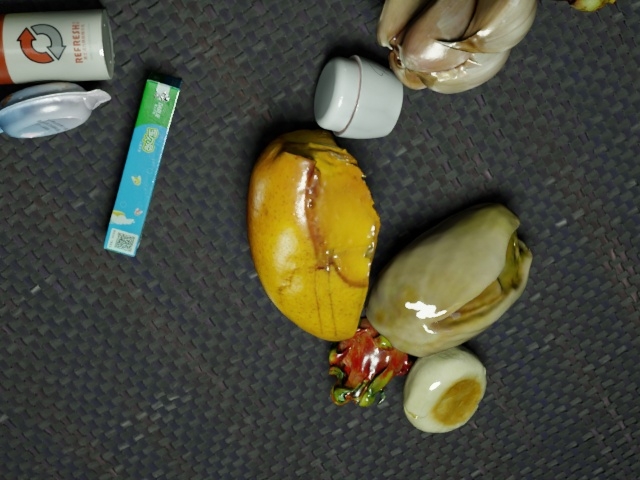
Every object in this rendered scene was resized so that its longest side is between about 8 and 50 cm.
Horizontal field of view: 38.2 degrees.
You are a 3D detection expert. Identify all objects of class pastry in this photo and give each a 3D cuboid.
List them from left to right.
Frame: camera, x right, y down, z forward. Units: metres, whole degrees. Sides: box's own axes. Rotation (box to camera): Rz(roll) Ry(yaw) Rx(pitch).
[{"bbox_3d":[0.197,0.239,1.497,0.156,0.092,0.156,-20,125,-31],"label":"pastry"}]

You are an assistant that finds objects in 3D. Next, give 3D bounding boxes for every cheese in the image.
[{"bbox_3d":[-0.412,-0.172,1.280,0.245,0.135,0.052,-14,84,4],"label":"cheese"}]

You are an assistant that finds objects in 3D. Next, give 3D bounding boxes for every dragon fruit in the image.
[{"bbox_3d":[0.079,0.204,1.493,0.138,0.175,0.142,29,137,-5],"label":"dragon fruit"}]

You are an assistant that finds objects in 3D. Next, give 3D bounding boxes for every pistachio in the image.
[{"bbox_3d":[0.191,0.059,1.390,0.288,0.197,0.166,-35,124,-26],"label":"pistachio"}]

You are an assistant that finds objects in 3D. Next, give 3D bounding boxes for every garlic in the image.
[{"bbox_3d":[0.188,-0.279,1.244,0.191,0.214,0.160,-64,147,-18],"label":"garlic"}]

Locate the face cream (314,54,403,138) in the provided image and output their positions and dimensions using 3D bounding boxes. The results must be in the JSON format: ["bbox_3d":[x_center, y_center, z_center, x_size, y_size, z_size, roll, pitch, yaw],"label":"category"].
[{"bbox_3d":[0.053,-0.202,1.314,0.104,0.117,0.117,9,111,-19],"label":"face cream"}]

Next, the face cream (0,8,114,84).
[{"bbox_3d":[-0.396,-0.262,1.258,0.214,0.096,0.095,-4,112,-4],"label":"face cream"}]

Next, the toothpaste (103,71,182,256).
[{"bbox_3d":[-0.260,-0.109,1.350,0.050,0.065,0.266,16,110,-8],"label":"toothpaste"}]

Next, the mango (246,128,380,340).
[{"bbox_3d":[0.000,0.000,1.367,0.199,0.201,0.350,16,128,31],"label":"mango"}]

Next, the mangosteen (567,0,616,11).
[{"bbox_3d":[0.344,-0.394,1.237,0.200,0.200,0.199,-2,112,-5],"label":"mangosteen"}]
